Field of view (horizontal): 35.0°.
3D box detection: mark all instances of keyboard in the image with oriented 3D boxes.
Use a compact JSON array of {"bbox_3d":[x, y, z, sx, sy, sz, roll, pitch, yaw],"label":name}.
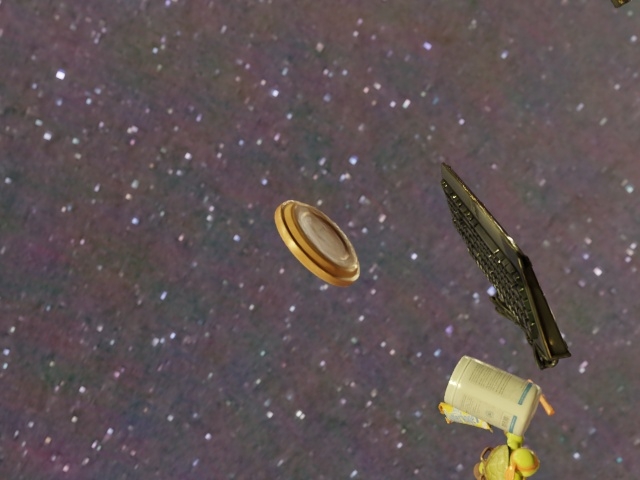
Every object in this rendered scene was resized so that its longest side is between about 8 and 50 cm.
[{"bbox_3d":[0.197,0.043,1.093,0.201,0.033,0.317,62,-176,-21],"label":"keyboard"}]

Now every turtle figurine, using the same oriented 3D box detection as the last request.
[{"bbox_3d":[0.268,0.353,1.465,0.087,0.217,0.269,5,-121,-8],"label":"turtle figurine"}]

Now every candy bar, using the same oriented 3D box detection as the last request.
[{"bbox_3d":[0.229,0.276,1.596,0.018,0.161,0.040,-34,-85,-17],"label":"candy bar"}]

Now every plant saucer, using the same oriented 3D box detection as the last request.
[{"bbox_3d":[0.000,0.000,0.791,0.083,0.013,0.083,38,-156,-20],"label":"plant saucer"}]

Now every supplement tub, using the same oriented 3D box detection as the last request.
[{"bbox_3d":[0.221,0.198,1.295,0.107,0.071,0.071,24,-145,20],"label":"supplement tub"}]

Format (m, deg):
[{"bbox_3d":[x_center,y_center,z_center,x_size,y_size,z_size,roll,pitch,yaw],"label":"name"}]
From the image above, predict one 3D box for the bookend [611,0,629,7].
[{"bbox_3d":[0.258,-0.238,0.628,0.072,0.156,0.157,49,-123,-25],"label":"bookend"}]
